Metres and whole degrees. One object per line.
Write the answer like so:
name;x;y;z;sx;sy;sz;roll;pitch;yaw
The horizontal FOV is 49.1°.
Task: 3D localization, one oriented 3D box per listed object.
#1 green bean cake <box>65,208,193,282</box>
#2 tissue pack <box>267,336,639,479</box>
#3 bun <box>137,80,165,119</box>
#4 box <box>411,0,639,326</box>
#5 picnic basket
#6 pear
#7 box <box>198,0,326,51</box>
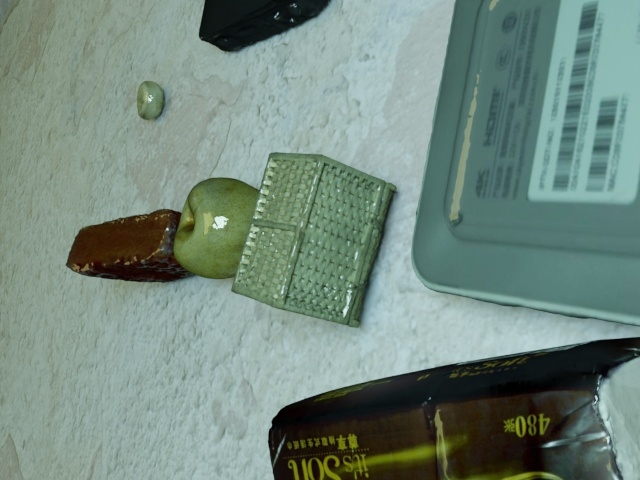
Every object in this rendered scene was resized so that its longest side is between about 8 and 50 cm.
green bean cake;-0.307;0.015;1.243;0.232;0.198;0.097;-15;69;44
tissue pack;0.147;0.204;0.613;0.370;0.210;0.198;-23;71;45
bun;-0.367;-0.304;1.527;0.086;0.054;0.086;-15;73;61
box;0.269;-0.122;0.659;0.396;0.111;0.396;5;83;52
picnic basket;0.000;0.000;0.911;0.134;0.154;0.196;8;81;56
pear;-0.155;-0.018;1.119;0.167;0.136;0.167;-22;62;49
box;-0.086;-0.529;1.231;0.359;0.091;0.351;-1;77;50
